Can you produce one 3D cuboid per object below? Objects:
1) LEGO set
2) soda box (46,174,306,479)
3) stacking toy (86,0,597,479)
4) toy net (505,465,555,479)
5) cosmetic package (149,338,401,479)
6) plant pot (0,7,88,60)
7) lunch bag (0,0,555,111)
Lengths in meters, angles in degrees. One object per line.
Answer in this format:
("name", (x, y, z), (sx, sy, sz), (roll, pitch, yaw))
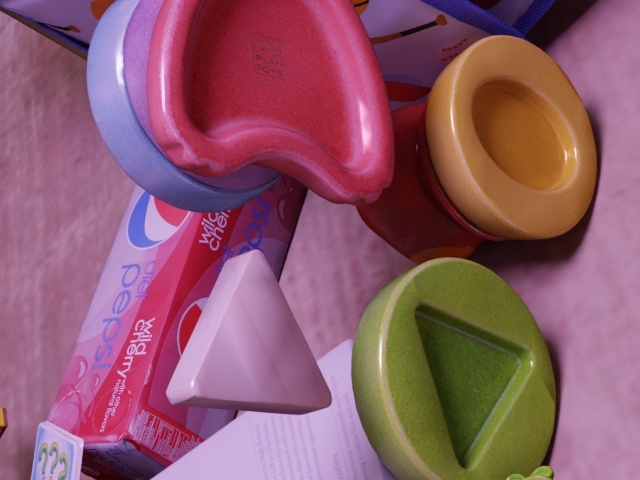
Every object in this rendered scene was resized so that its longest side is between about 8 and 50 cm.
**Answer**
("LEGO set", (-0.226, 0.194, 1.111), (0.244, 0.060, 0.182), (12, 93, 63))
("soda box", (-0.093, 0.036, 1.146), (0.092, 0.083, 0.263), (-9, 54, 42))
("stacking toy", (0.000, 0.000, 0.932), (0.130, 0.309, 0.279), (-20, 57, 47))
("toy net", (0.157, 0.189, 0.795), (0.232, 0.045, 0.122), (17, 71, 49))
("cosmetic package", (-0.034, 0.172, 0.973), (0.231, 0.085, 0.117), (-37, 40, 22))
("plant pot", (-0.159, -0.245, 1.306), (0.276, 0.254, 0.276), (-27, 43, 28))
("lunch bag", (0.010, -0.246, 1.013), (0.385, 0.328, 0.239), (-52, 43, 19))
